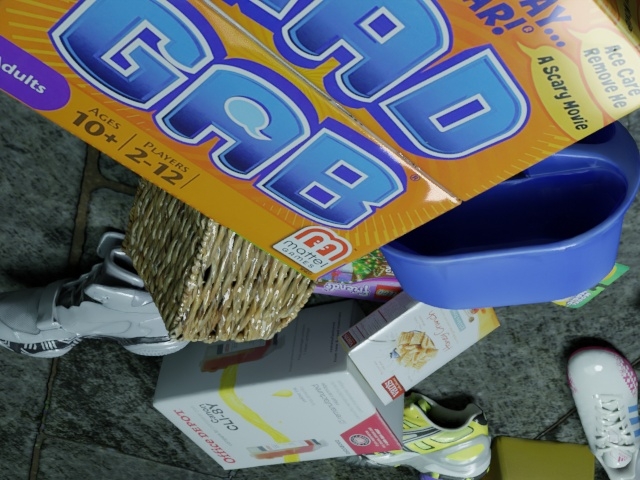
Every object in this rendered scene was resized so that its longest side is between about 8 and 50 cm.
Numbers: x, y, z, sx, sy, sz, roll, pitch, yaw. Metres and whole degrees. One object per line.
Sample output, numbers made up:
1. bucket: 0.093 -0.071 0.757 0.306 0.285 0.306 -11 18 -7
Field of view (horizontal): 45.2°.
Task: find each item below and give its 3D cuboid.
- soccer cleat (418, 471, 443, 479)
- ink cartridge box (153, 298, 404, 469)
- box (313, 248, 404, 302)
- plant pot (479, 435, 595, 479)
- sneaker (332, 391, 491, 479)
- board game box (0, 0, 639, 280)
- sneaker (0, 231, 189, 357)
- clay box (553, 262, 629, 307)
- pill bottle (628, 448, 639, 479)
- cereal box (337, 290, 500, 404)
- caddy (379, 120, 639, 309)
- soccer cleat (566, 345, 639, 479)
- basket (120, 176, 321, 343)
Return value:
1. soccer cleat: 0.282 0.618 1.785 0.109 0.116 0.318 0 138 8
2. ink cartridge box: -0.069 0.280 1.425 0.385 0.160 0.279 -13 135 21
3. box: 0.000 0.000 1.179 0.293 0.057 0.201 8 139 0
4. plant pot: 0.465 0.561 1.643 0.212 0.187 0.212 5 138 2
5. sneaker: 0.150 0.369 1.543 0.385 0.145 0.147 5 108 6
6. board game box: 0.002 -0.250 0.630 0.356 0.356 0.356 33 135 -30
7. sneaker: -0.396 0.087 1.282 0.366 0.137 0.210 3 138 -3
8. clay box: 0.336 0.022 1.159 0.222 0.053 0.127 21 137 -17
9. pill bottle: 0.680 0.539 1.637 0.121 0.121 0.216 4 139 4
10. cereal box: 0.163 0.147 1.241 0.240 0.047 0.173 -36 133 -2
11. caddy: 0.214 -0.056 0.952 0.341 0.241 0.179 -8 141 16
12. soccer cleat: 0.531 0.322 1.399 0.116 0.143 0.331 -13 134 22
13. basket: -0.113 -0.040 1.047 0.213 0.223 0.299 2 122 -35
